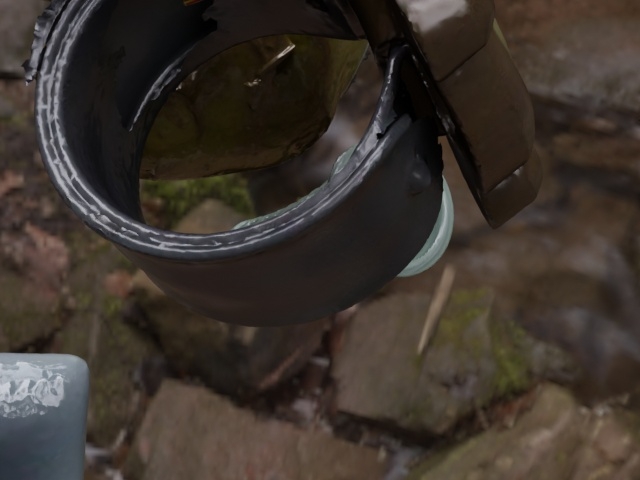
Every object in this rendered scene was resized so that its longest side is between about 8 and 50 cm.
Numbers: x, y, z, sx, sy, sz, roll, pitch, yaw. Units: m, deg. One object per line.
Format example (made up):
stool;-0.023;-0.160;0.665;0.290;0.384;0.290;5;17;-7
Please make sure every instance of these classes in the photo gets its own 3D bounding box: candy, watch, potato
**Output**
candy;-0.251;0.142;1.119;0.174;0.138;0.071;3;15;-13
watch;-0.037;-0.120;1.180;0.326;0.314;0.335;-25;63;5
potato;-0.108;-0.163;1.434;0.299;0.246;0.196;-11;17;14

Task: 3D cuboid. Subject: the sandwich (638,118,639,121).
sandwich;0.336;-0.099;1.153;0.193;0.162;0.058;-18;93;-4

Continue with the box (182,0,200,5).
box;-0.094;-0.200;1.037;0.023;0.082;0.051;-19;38;5

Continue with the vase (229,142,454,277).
vase;0.000;0.000;1.686;0.143;0.299;0.143;8;73;-27
